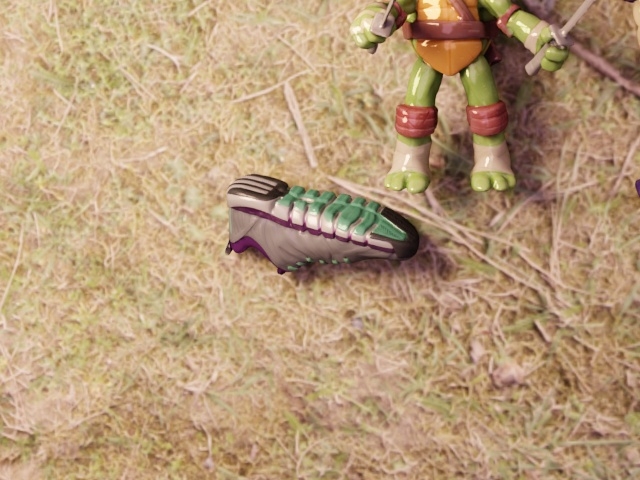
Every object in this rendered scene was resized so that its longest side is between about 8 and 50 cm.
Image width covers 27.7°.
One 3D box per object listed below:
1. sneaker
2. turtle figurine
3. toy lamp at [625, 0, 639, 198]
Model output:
[{"bbox_3d":[0.000,0.000,1.424,0.223,0.083,0.098,18,118,19],"label":"sneaker"},{"bbox_3d":[0.136,-0.173,1.285,0.274,0.197,0.266,27,124,54],"label":"turtle figurine"},{"bbox_3d":[0.345,-0.137,1.310,0.080,0.080,0.275,-8,88,16],"label":"toy lamp"}]
